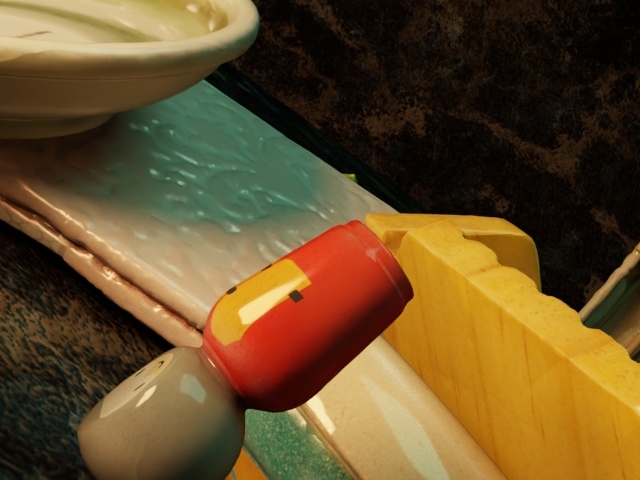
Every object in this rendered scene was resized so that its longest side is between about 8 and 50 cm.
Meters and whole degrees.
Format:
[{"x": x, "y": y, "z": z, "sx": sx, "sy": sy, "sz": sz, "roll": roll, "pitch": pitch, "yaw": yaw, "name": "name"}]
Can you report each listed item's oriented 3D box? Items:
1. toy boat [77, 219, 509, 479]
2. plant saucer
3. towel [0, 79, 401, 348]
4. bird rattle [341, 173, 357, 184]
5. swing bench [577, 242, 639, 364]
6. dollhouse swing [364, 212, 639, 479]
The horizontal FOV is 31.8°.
[{"x": -0.003, "y": 0.112, "z": 0.567, "sx": 0.267, "sy": 0.148, "sz": 0.318, "roll": 48, "pitch": -9, "yaw": 33, "name": "toy boat"}, {"x": -0.248, "y": -0.158, "z": 0.826, "sx": 0.400, "sy": 0.101, "sz": 0.400, "roll": 10, "pitch": 24, "yaw": -5, "name": "plant saucer"}, {"x": -0.073, "y": -0.013, "z": 0.892, "sx": 0.317, "sy": 0.053, "sz": 0.332, "roll": 35, "pitch": 27, "yaw": 4, "name": "towel"}, {"x": 0.000, "y": 0.000, "z": 1.204, "sx": 0.207, "sy": 0.143, "sz": 0.253, "roll": 25, "pitch": 0, "yaw": 27, "name": "bird rattle"}, {"x": 0.376, "y": 0.182, "z": 1.249, "sx": 0.254, "sy": 0.253, "sz": 0.165, "roll": 43, "pitch": -2, "yaw": 31, "name": "swing bench"}, {"x": 0.254, "y": 0.118, "z": 0.678, "sx": 0.347, "sy": 0.304, "sz": 0.315, "roll": -136, "pitch": -150, "yaw": -57, "name": "dollhouse swing"}]
